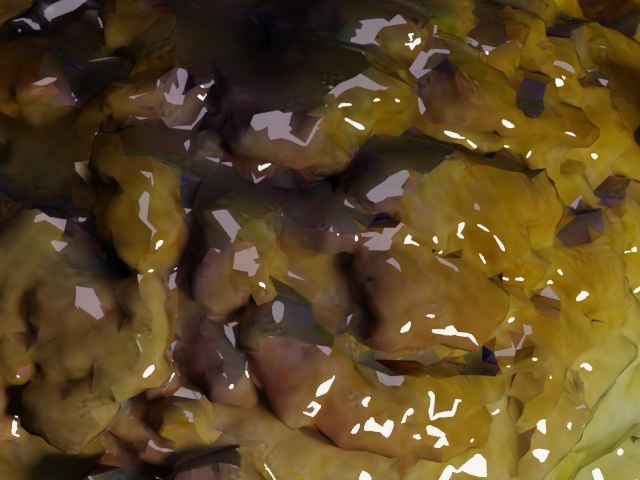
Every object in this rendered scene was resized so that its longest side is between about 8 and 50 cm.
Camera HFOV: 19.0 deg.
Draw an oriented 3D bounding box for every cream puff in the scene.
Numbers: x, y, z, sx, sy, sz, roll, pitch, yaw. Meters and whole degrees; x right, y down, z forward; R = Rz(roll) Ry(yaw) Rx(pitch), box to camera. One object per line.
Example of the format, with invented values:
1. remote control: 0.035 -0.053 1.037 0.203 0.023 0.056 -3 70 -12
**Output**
1. cream puff: 0.000 0.000 0.655 0.343 0.231 0.327 -4 39 -6
